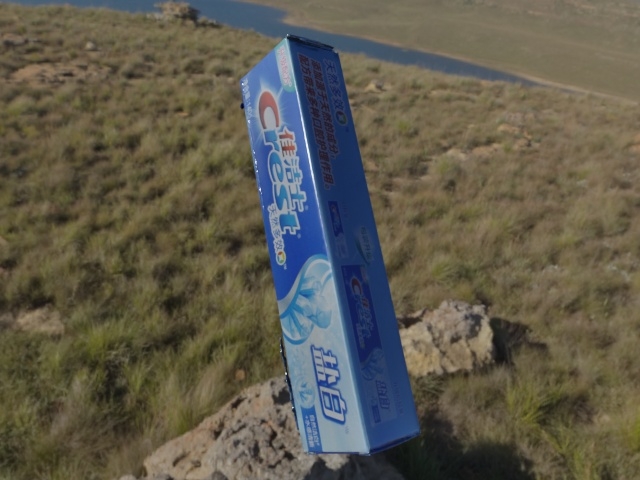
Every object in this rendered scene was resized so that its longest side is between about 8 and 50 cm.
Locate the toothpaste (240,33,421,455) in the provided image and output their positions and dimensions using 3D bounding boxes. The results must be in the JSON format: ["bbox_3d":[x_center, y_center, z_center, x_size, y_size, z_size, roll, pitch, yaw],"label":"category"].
[{"bbox_3d":[0.000,0.000,0.363,0.053,0.273,0.066,0,-16,-40],"label":"toothpaste"}]
